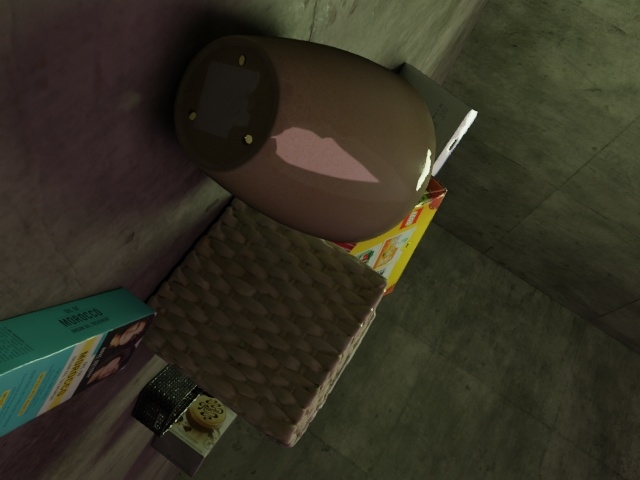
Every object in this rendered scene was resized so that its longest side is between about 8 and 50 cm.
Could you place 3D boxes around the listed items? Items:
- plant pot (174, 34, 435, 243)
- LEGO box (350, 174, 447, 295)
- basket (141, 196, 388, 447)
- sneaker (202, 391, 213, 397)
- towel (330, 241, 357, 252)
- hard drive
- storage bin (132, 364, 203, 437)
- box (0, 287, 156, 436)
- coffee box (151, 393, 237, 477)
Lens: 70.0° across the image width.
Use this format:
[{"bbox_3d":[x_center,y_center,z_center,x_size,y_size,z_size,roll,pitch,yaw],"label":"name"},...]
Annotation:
[{"bbox_3d":[-0.027,-0.125,0.539,0.256,0.256,0.274,-58,156,16],"label":"plant pot"},{"bbox_3d":[0.105,0.017,1.386,0.372,0.193,0.500,-22,148,-30],"label":"LEGO box"},{"bbox_3d":[-0.094,0.149,0.830,0.328,0.331,0.266,-54,171,-19],"label":"basket"},{"bbox_3d":[-0.282,0.367,1.473,0.281,0.106,0.162,-59,176,17],"label":"sneaker"},{"bbox_3d":[-0.047,0.041,1.087,0.275,0.198,0.031,-50,-142,34],"label":"towel"},{"bbox_3d":[0.296,-0.365,1.362,0.040,0.319,0.210,7,126,-37],"label":"hard drive"},{"bbox_3d":[-0.339,0.350,1.074,0.122,0.084,0.180,-60,173,29],"label":"storage bin"},{"bbox_3d":[-0.287,0.127,0.496,0.100,0.060,0.244,-57,173,10],"label":"box"},{"bbox_3d":[-0.390,0.600,1.525,0.119,0.168,0.297,-59,173,25],"label":"coffee box"}]
